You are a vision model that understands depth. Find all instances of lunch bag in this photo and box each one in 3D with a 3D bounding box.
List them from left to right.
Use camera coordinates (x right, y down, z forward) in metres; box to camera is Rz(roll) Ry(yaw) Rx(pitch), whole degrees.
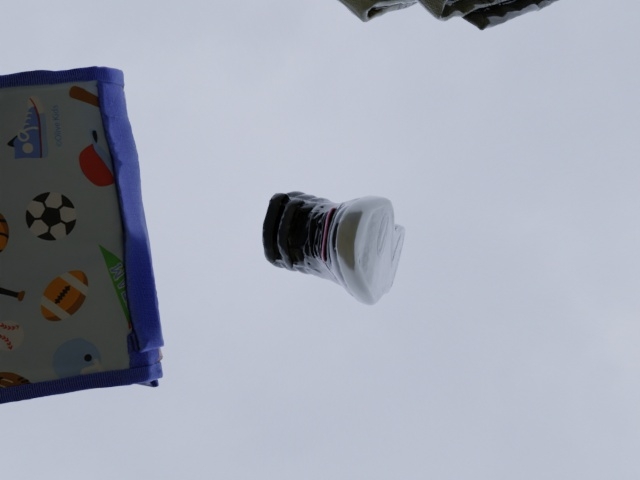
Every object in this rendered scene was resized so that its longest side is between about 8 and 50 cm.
[{"bbox_3d":[-0.347,0.012,1.111,0.386,0.239,0.327,-11,-94,22],"label":"lunch bag"}]

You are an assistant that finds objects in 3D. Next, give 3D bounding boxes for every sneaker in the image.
[{"bbox_3d":[0.000,0.000,1.094,0.147,0.296,0.104,13,-92,9],"label":"sneaker"}]

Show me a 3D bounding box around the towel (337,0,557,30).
[{"bbox_3d":[0.046,-0.264,0.851,0.324,0.312,0.056,37,-56,21],"label":"towel"}]
